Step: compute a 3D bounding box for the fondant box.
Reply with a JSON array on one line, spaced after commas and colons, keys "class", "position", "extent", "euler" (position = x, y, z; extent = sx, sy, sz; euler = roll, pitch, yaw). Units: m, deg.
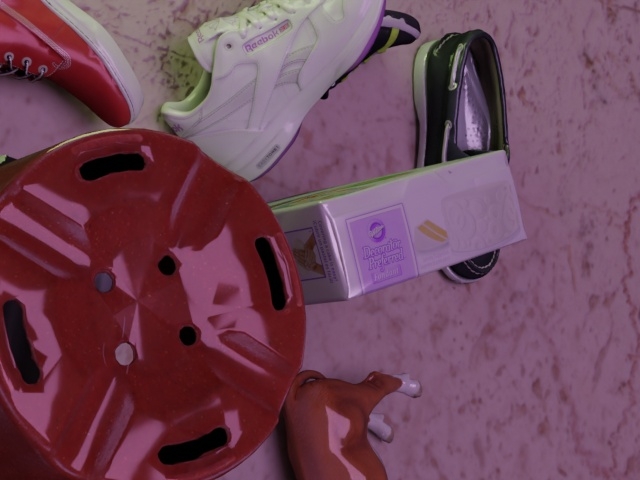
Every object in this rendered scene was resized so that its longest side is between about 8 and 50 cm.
[{"class": "fondant box", "position": [0.000, 0.000, 1.464], "extent": [0.238, 0.330, 0.096], "euler": [-17, 93, -38]}]

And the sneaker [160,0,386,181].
[{"class": "sneaker", "position": [-0.043, -0.206, 1.534], "extent": [0.152, 0.114, 0.305], "euler": [34, 99, -20]}]

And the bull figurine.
[{"class": "bull figurine", "position": [0.040, 0.288, 1.599], "extent": [0.188, 0.101, 0.310], "euler": [-8, 90, -43]}]

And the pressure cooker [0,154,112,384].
[{"class": "pressure cooker", "position": [-0.364, 0.152, 1.128], "extent": [0.375, 0.370, 0.420], "euler": [21, 66, -30]}]

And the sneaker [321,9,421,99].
[{"class": "sneaker", "position": [0.007, -0.208, 1.672], "extent": [0.234, 0.084, 0.097], "euler": [-7, 98, -29]}]

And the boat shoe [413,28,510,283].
[{"class": "boat shoe", "position": [0.177, -0.101, 1.773], "extent": [0.114, 0.091, 0.303], "euler": [-8, 88, -39]}]

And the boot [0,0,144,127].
[{"class": "boot", "position": [-0.298, -0.164, 1.414], "extent": [0.244, 0.088, 0.176], "euler": [46, 58, -14]}]

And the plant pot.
[{"class": "plant pot", "position": [-0.161, 0.062, 0.900], "extent": [0.272, 0.265, 0.272], "euler": [8, 74, -32]}]
